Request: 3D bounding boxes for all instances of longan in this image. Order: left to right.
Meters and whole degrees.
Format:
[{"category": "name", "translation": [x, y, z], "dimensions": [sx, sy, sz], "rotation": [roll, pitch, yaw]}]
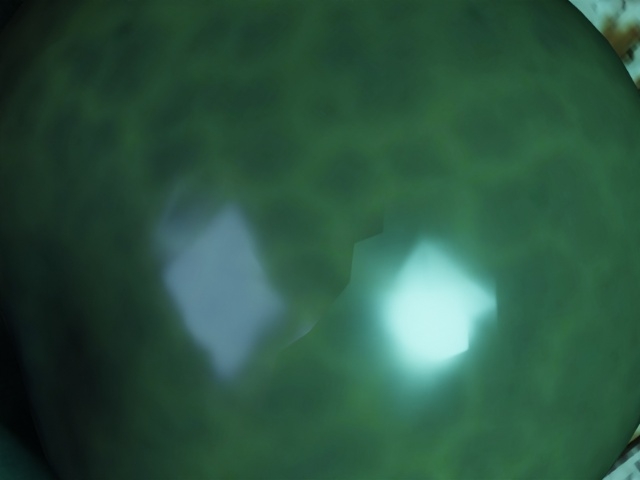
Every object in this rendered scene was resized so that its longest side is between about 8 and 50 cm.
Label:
[{"category": "longan", "translation": [0.000, 0.000, 0.467], "dimensions": [0.212, 0.198, 0.198], "rotation": [49, 119, 22]}]

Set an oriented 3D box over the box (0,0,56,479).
[{"category": "box", "translation": [-0.180, 0.055, 0.564], "dimensions": [0.204, 0.251, 0.345], "rotation": [-43, 69, 31]}]
